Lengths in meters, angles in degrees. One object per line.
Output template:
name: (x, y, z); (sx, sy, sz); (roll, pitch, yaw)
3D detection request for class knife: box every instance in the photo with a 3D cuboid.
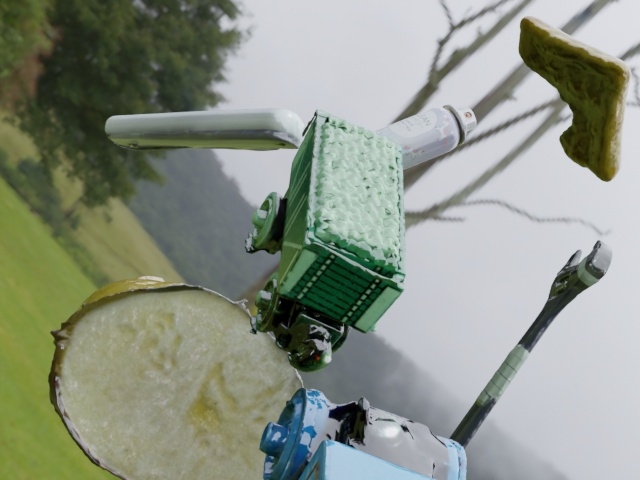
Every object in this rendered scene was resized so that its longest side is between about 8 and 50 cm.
knife: (-0.142, -0.130, 1.388); (0.265, 0.041, 0.073); (2, -18, 24)

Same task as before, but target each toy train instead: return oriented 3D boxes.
toy train: (0.000, 0.000, 1.060); (0.115, 0.154, 0.269); (22, 34, -12)
toy train: (0.009, 0.286, 0.946); (0.188, 0.300, 0.265); (22, 29, -11)

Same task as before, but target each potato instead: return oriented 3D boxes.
potato: (-0.171, 0.189, 1.589); (0.397, 0.290, 0.296); (19, 5, 5)

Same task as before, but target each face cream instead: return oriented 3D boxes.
face cream: (0.136, -0.152, 1.759); (0.075, 0.229, 0.075); (57, -18, 31)

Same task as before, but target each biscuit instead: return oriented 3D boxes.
biscuit: (0.317, -0.177, 1.422); (0.174, 0.039, 0.183); (35, -34, 42)

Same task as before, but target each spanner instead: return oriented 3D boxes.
spanner: (0.222, 0.129, 1.270); (0.024, 0.316, 0.087); (37, -3, -11)
